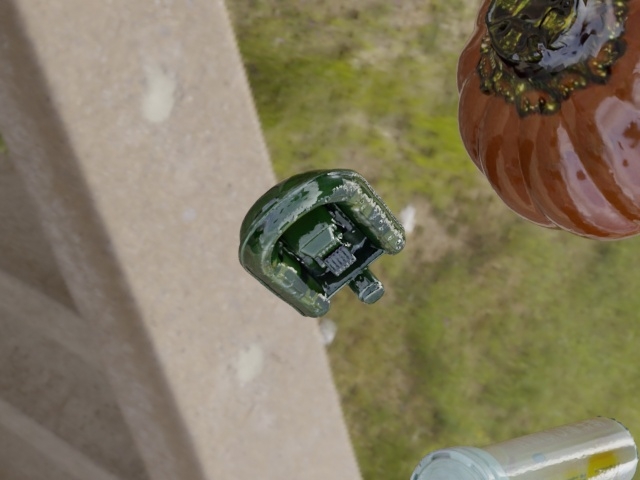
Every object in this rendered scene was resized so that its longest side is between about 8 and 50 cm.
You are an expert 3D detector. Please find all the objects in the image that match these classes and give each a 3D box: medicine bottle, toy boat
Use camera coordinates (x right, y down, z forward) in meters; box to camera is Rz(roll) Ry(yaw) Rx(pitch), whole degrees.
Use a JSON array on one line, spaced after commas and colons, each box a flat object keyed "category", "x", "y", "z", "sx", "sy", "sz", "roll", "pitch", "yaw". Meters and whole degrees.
[{"category": "medicine bottle", "x": 0.155, "y": 0.173, "z": 0.949, "sx": 0.218, "sy": 0.074, "sz": 0.074, "roll": -2, "pitch": 110, "yaw": -51}, {"category": "toy boat", "x": 0.000, "y": 0.000, "z": 0.908, "sx": 0.104, "sy": 0.052, "sz": 0.210, "roll": -37, "pitch": 156, "yaw": 3}]

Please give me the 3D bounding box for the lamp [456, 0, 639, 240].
[{"category": "lamp", "x": 0.192, "y": -0.109, "z": 0.855, "sx": 0.196, "sy": 0.223, "sz": 0.223, "roll": 26, "pitch": 88, "yaw": -41}]
